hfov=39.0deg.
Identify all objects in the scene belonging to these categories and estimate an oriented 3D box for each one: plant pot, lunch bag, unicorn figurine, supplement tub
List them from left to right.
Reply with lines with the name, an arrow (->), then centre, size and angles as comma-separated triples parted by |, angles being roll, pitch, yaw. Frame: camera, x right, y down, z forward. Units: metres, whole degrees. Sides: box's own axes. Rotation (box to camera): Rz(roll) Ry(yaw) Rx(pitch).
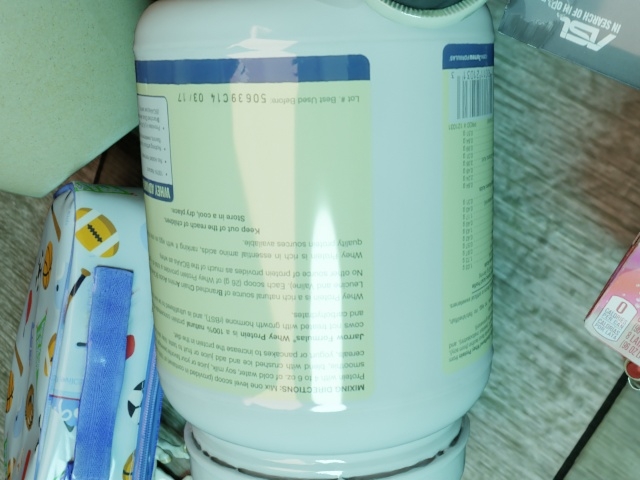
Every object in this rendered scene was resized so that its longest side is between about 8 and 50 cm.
plant pot -> -0.241, -0.149, 0.749 | 0.284, 0.284, 0.191 | -29, 106, 35
lunch bag -> -0.189, 0.104, 0.753 | 0.243, 0.114, 0.304 | 179, 98, -67
unicorn figurine -> -0.173, 0.207, 0.888 | 0.111, 0.060, 0.162 | 8, 105, 32
supplement tub -> 0.000, 0.000, 0.619 | 0.235, 0.235, 0.325 | 6, 104, 33

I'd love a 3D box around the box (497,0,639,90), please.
box -> 0.281, -0.174, 0.488 | 0.307, 0.076, 0.243 | 31, 116, 24

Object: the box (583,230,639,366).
box -> 0.287, 0.056, 0.474 | 0.256, 0.128, 0.123 | 35, 114, 17

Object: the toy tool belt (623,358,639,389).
toy tool belt -> 0.236, 0.086, 0.593 | 0.083, 0.051, 0.052 | -7, 96, 35

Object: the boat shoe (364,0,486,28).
boat shoe -> 0.097, -0.281, 0.473 | 0.127, 0.113, 0.340 | 24, 78, -2
